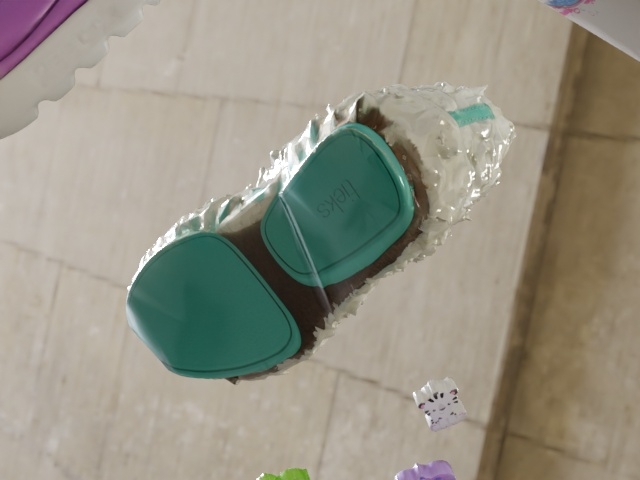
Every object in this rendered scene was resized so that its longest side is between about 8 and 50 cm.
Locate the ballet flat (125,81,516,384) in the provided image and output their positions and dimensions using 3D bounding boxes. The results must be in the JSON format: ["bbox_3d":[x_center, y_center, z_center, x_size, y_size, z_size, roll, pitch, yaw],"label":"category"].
[{"bbox_3d":[0.000,0.000,1.002,0.147,0.147,0.409,11,-24,-29],"label":"ballet flat"}]

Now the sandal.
[{"bbox_3d":[-0.123,-0.243,0.869,0.169,0.416,0.102,33,-3,45],"label":"sandal"}]

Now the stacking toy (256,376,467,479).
[{"bbox_3d":[0.055,0.227,1.208,0.221,0.052,0.167,-25,40,2],"label":"stacking toy"}]

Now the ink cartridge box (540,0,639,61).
[{"bbox_3d":[0.190,-0.227,0.771,0.278,0.201,0.117,27,-8,-18],"label":"ink cartridge box"}]
